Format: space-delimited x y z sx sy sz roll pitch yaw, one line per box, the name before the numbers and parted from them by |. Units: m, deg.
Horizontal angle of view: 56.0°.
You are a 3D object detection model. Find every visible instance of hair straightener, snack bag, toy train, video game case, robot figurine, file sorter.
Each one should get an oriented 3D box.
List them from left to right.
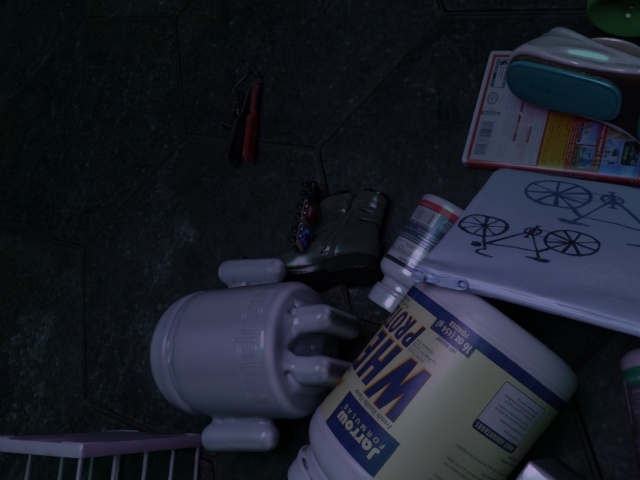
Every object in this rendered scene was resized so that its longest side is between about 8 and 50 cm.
file sorter | -0.342 0.389 0.931 0.193 0.278 0.173 -5 74 25
hair straightener | -0.165 -0.252 1.197 0.089 0.047 0.230 -6 70 25
robot figurine | -0.115 0.169 0.926 0.354 0.200 0.299 -9 65 29
toy train | -0.024 -0.042 1.005 0.036 0.027 0.158 -6 47 18
video game case | 0.378 -0.193 0.916 0.285 0.025 0.203 11 77 30
snack bag | 0.325 0.007 0.740 0.323 0.037 0.342 15 35 29

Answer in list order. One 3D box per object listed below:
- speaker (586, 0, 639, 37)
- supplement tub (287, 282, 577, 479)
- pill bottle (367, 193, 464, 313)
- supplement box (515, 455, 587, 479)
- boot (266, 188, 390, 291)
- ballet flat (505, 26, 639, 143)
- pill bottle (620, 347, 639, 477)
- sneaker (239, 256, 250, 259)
speaker | 0.497 -0.460 0.892 0.131 0.131 0.296 18 81 31
supplement tub | 0.134 0.228 0.767 0.235 0.235 0.324 38 91 32
pill bottle | 0.153 0.031 0.902 0.108 0.108 0.180 33 89 32
supplement box | 0.266 0.323 0.675 0.111 0.220 0.114 36 90 32
boot | 0.000 0.000 1.022 0.247 0.083 0.161 -8 57 25
ballet flat | 0.445 -0.199 0.806 0.400 0.139 0.139 35 90 33
pill bottle | 0.444 0.287 0.609 0.204 0.204 0.360 -10 68 23
sneaker | -0.127 0.083 1.071 0.044 0.040 0.109 -43 54 26
